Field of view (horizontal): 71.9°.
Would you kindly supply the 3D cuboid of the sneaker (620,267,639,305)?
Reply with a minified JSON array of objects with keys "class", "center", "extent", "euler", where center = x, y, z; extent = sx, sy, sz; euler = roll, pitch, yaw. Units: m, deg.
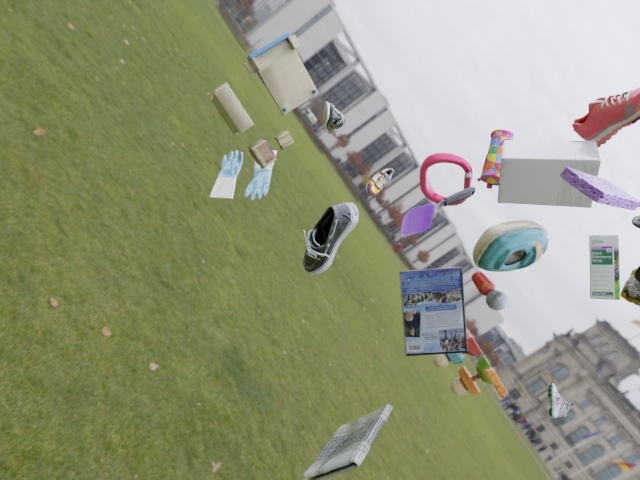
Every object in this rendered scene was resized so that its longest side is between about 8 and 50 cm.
[{"class":"sneaker","center":[0.839,0.132,1.102],"extent":[0.088,0.093,0.225],"euler":[35,3,10]}]

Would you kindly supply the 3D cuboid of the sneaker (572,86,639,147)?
[{"class":"sneaker","center":[0.981,-0.438,1.484],"extent":[0.136,0.116,0.314],"euler":[37,-27,4]}]

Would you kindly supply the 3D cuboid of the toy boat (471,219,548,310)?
[{"class":"toy boat","center":[0.593,0.078,1.403],"extent":[0.318,0.267,0.148],"euler":[104,-30,-42]}]

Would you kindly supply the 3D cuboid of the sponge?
[{"class":"sponge","center":[0.704,-0.127,1.106],"extent":[0.210,0.031,0.117],"euler":[4,37,-33]}]

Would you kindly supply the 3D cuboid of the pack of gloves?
[{"class":"pack of gloves","center":[-0.264,-0.223,1.552],"extent":[0.046,0.195,0.232],"euler":[82,13,-55]}]

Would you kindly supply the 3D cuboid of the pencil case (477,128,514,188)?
[{"class":"pencil case","center":[0.728,-0.339,1.823],"extent":[0.104,0.236,0.104],"euler":[19,-11,4]}]

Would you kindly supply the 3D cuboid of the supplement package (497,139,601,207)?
[{"class":"supplement package","center":[0.779,-0.236,1.528],"extent":[0.175,0.292,0.178],"euler":[-56,145,-49]}]

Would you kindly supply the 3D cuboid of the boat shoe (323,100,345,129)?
[{"class":"boat shoe","center":[0.046,-0.419,1.493],"extent":[0.233,0.079,0.084],"euler":[-62,157,-83]}]

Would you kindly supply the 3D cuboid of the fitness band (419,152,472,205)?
[{"class":"fitness band","center":[0.514,-0.246,1.820],"extent":[0.209,0.054,0.291],"euler":[12,-29,20]}]

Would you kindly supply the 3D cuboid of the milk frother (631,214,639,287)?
[{"class":"milk frother","center":[0.712,0.033,0.936],"extent":[0.129,0.135,0.143],"euler":[19,26,-9]}]

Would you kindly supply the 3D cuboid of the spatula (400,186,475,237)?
[{"class":"spatula","center":[0.319,-0.089,1.161],"extent":[0.030,0.296,0.084],"euler":[33,-43,37]}]

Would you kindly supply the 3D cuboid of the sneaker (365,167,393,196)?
[{"class":"sneaker","center":[0.279,-0.277,2.064],"extent":[0.069,0.084,0.185],"euler":[46,52,-18]}]

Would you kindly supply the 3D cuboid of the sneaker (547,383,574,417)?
[{"class":"sneaker","center":[0.722,0.481,1.323],"extent":[0.038,0.069,0.098],"euler":[38,53,-80]}]

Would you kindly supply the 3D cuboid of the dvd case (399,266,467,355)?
[{"class":"dvd case","center":[0.330,0.208,1.290],"extent":[0.022,0.180,0.253],"euler":[-47,133,-84]}]

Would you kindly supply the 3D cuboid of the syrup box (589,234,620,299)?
[{"class":"syrup box","center":[1.047,0.097,1.628],"extent":[0.096,0.093,0.237],"euler":[8,83,-57]}]

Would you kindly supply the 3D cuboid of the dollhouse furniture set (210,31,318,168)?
[{"class":"dollhouse furniture set","center":[-0.143,-0.427,1.366],"extent":[0.286,0.303,0.198],"euler":[57,-6,-18]}]

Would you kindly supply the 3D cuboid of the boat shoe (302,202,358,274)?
[{"class":"boat shoe","center":[0.002,0.003,1.359],"extent":[0.105,0.306,0.113],"euler":[-6,59,-37]}]

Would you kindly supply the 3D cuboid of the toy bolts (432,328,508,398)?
[{"class":"toy bolts","center":[0.485,0.438,1.470],"extent":[0.228,0.158,0.218],"euler":[57,9,-4]}]

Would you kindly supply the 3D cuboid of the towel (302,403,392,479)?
[{"class":"towel","center":[0.092,0.736,1.607],"extent":[0.056,0.324,0.312],"euler":[50,36,5]}]
